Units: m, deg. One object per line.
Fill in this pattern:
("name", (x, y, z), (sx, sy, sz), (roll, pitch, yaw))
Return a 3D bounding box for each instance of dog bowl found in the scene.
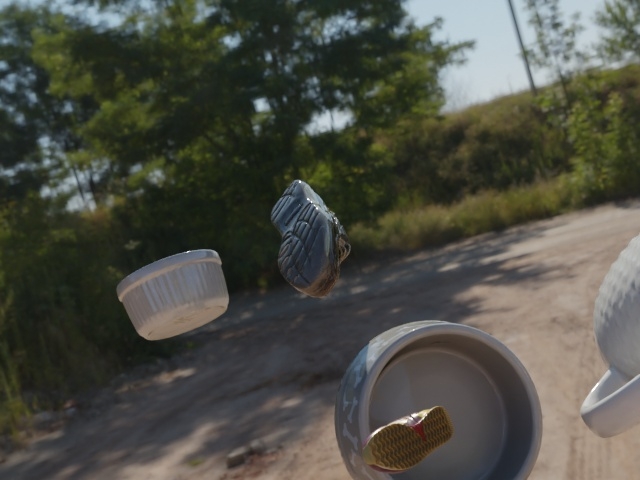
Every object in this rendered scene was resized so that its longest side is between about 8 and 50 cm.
("dog bowl", (0.203, 0.294, 1.412), (0.349, 0.348, 0.102), (-17, -11, -13))

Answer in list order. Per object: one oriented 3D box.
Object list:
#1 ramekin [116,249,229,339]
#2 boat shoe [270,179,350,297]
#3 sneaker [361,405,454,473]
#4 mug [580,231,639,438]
("ramekin", (-0.274, 0.109, 1.641), (0.207, 0.109, 0.207), (-21, -14, -6))
("boat shoe", (0.000, 0.000, 1.651), (0.132, 0.130, 0.355), (-50, 25, 20))
("sneaker", (0.110, 0.290, 1.222), (0.186, 0.069, 0.084), (-6, -20, -46))
("mug", (0.472, 0.114, 1.089), (0.374, 0.276, 0.328), (-37, -10, -22))
